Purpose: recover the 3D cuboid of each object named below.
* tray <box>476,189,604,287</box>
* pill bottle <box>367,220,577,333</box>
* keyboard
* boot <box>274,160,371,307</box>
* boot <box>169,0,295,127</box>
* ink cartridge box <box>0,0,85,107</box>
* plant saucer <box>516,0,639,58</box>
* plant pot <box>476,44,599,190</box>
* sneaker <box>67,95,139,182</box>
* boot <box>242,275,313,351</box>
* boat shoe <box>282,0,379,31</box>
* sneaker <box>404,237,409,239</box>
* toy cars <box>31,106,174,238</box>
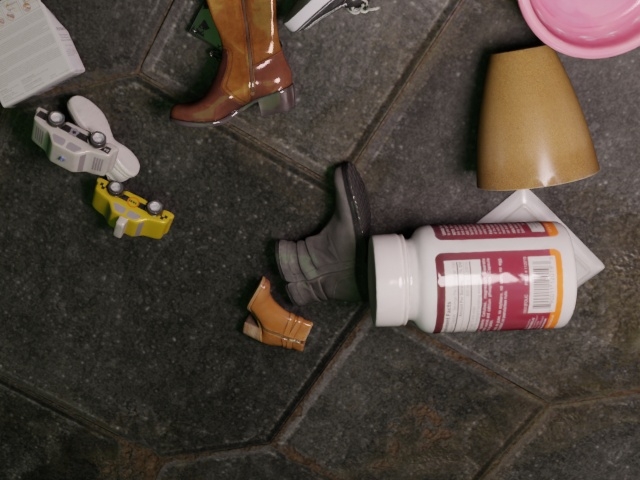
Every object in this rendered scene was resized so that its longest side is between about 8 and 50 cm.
[{"bbox_3d":[0.476,0.018,2.027,0.270,0.030,0.145,42,115,-14],"label":"tray"},{"bbox_3d":[0.299,0.076,1.906,0.392,0.224,0.224,-2,117,-2],"label":"pill bottle"},{"bbox_3d":[-0.178,-0.401,1.902,0.180,0.023,0.108,30,110,-7],"label":"keyboard"},{"bbox_3d":[0.000,0.000,2.037,0.223,0.118,0.338,-3,112,15],"label":"boot"},{"bbox_3d":[-0.197,-0.375,1.851,0.264,0.096,0.280,-9,110,8],"label":"boot"},{"bbox_3d":[-0.622,-0.419,1.947,0.189,0.066,0.232,-22,91,18],"label":"ink cartridge box"},{"bbox_3d":[0.509,-0.501,1.700,0.332,0.084,0.332,-3,118,-5],"label":"plant saucer"},{"bbox_3d":[0.403,-0.244,1.813,0.237,0.237,0.254,-8,100,12],"label":"plant pot"},{"bbox_3d":[-0.490,-0.209,2.015,0.094,0.080,0.212,-22,114,30],"label":"sneaker"},{"bbox_3d":[-0.090,0.170,2.147,0.152,0.073,0.197,18,136,5],"label":"boot"},{"bbox_3d":[0.070,-0.483,1.780,0.306,0.113,0.105,-39,113,7],"label":"boat shoe"},{"bbox_3d":[0.236,0.095,2.073,0.229,0.087,0.092,41,122,-6],"label":"sneaker"},{"bbox_3d":[-0.472,-0.120,1.989,0.177,0.087,0.393,-5,137,34],"label":"toy cars"}]
